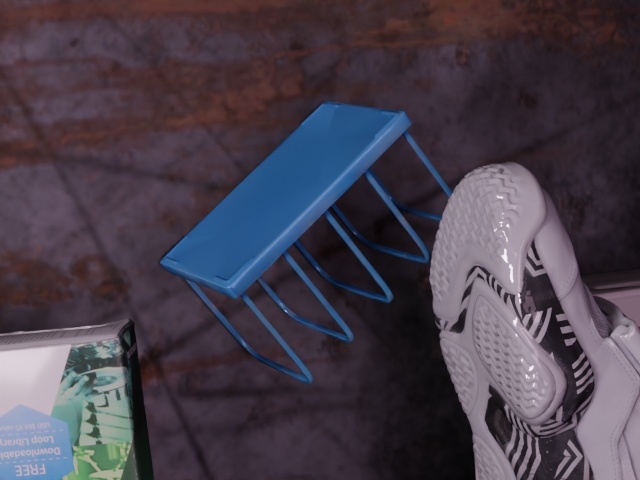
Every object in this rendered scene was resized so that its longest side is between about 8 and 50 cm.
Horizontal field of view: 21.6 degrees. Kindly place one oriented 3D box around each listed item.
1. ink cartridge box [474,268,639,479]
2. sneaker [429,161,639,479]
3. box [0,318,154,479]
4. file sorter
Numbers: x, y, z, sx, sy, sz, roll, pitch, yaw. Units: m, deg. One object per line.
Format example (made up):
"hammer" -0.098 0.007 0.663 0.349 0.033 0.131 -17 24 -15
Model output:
"ink cartridge box" 0.228 0.164 1.285 0.198 0.115 0.273 -6 98 -24
"sneaker" 0.210 0.099 1.138 0.210 0.137 0.366 -21 107 -18
"box" -0.212 0.219 1.061 0.232 0.058 0.322 -6 101 6
"file sorter" 0.000 0.000 1.165 0.170 0.118 0.104 -45 115 -14
